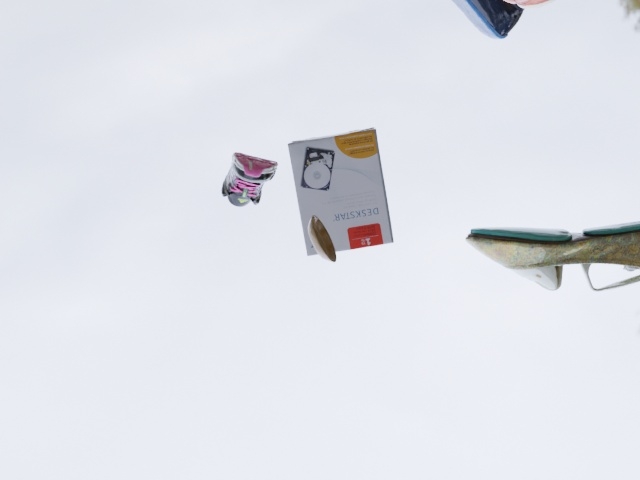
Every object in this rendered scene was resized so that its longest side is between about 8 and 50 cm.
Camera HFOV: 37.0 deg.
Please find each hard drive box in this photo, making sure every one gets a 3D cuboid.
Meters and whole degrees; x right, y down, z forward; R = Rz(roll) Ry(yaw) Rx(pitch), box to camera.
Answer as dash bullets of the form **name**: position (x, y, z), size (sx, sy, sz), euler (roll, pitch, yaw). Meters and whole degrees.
- **hard drive box**: position (0.043, -0.100, 1.930), size (0.181, 0.232, 0.089), euler (-10, -171, 4)

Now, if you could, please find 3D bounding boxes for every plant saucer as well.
- **plant saucer**: position (0.000, 0.000, 1.538), size (0.015, 0.083, 0.083), euler (-25, -153, 14)

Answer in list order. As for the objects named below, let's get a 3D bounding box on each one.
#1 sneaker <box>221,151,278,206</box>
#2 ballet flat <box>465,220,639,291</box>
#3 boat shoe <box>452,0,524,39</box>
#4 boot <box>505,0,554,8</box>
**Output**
- **sneaker**: position (-0.101, -0.081, 1.326), size (0.063, 0.074, 0.170), euler (13, -177, -12)
- **ballet flat**: position (0.413, 0.028, 1.549), size (0.349, 0.123, 0.123), euler (-3, -150, 6)
- **boat shoe**: position (0.231, -0.440, 1.536), size (0.089, 0.258, 0.109), euler (-46, -148, 1)
- **boot**: position (0.256, -0.295, 0.997), size (0.158, 0.059, 0.085), euler (-24, 159, 30)
